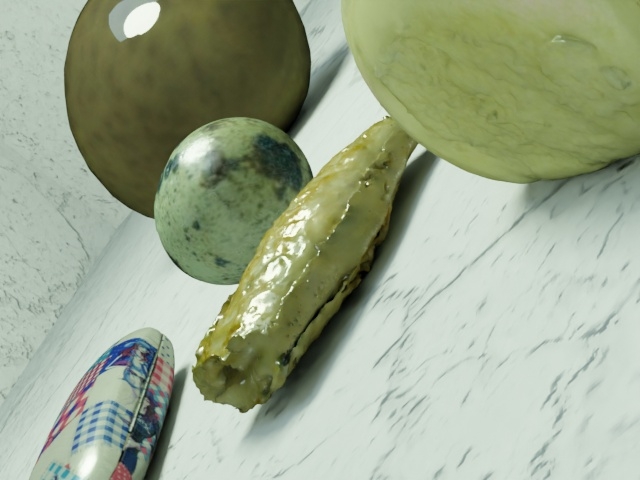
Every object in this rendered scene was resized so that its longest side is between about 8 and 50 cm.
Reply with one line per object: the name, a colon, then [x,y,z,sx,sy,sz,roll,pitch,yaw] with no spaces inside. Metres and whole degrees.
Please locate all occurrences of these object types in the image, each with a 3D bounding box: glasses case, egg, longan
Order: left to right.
glasses case: [-0.189,0.171,1.011,0.125,0.076,0.327,-47,13,14]
longan: [-0.194,-0.232,1.687,0.404,0.336,0.404,-14,71,48]
egg: [-0.080,-0.031,1.061,0.182,0.141,0.141,-52,7,50]

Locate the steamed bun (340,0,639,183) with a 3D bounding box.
steamed bun: [0.123,-0.156,0.576,0.232,0.166,0.273,-56,12,-14]

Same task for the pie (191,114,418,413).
pie: [0.000,0.000,0.838,0.128,0.068,0.282,-37,14,49]
